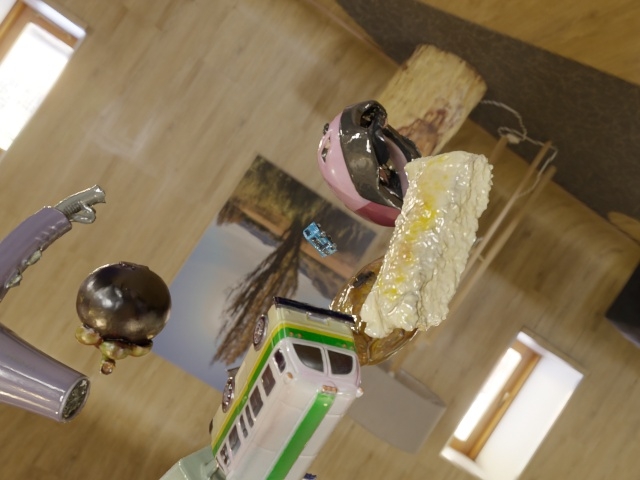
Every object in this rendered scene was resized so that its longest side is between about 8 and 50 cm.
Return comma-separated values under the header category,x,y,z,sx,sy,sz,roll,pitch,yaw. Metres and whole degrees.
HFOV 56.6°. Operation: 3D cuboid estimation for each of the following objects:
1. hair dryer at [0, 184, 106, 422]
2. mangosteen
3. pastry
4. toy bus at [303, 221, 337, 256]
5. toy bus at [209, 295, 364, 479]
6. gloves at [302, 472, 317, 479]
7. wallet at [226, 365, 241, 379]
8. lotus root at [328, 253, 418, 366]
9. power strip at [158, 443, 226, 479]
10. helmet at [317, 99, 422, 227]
category,x,y,z,sx,sy,sz,roll,pitch,yaw
hair dryer,-0.396,0.054,0.820,0.301,0.361,0.121,20,146,8
mangosteen,-0.410,0.159,1.226,0.194,0.230,0.194,11,173,1
pastry,0.130,0.005,0.718,0.089,0.258,0.121,25,160,-18
toy bus,0.000,0.000,1.330,0.083,0.046,0.038,47,-173,-40
toy bus,-0.058,0.260,0.922,0.143,0.305,0.179,17,-151,-23
gloves,-0.048,0.501,1.264,0.064,0.026,0.086,-2,166,29
wallet,-0.172,0.442,1.576,0.124,0.230,0.042,-9,176,-29
lotus root,0.123,0.139,1.219,0.193,0.291,0.193,21,128,28
power strip,-0.231,0.504,1.202,0.139,0.224,0.140,-5,-126,-55
helmet,0.088,-0.120,1.051,0.154,0.198,0.253,-12,133,22
